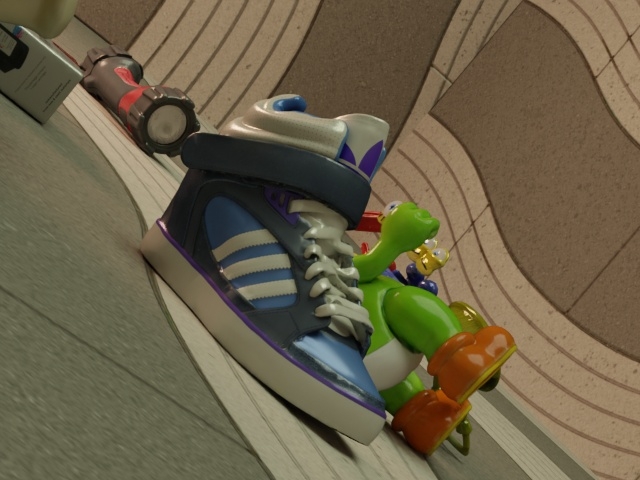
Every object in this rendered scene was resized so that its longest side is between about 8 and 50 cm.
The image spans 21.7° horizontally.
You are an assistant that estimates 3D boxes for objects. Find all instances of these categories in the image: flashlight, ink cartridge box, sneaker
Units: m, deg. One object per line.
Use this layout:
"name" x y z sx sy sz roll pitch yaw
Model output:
"flashlight" -0.274 -0.220 2.521 0.103 0.103 0.304 37 5 -31
"ink cartridge box" -0.355 -0.219 1.852 0.175 0.072 0.127 39 4 -18
"sneaker" 0.000 0.000 1.479 0.323 0.236 0.130 42 4 36

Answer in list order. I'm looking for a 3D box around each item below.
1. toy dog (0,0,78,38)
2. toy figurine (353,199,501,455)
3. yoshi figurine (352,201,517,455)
"toy dog" -0.299 -0.332 1.389 0.395 0.284 0.408 38 19 30
"toy figurine" 0.036 0.093 1.986 0.217 0.191 0.362 4 29 -27
"yoshi figurine" 0.032 0.049 1.782 0.362 0.203 0.203 38 -12 10
